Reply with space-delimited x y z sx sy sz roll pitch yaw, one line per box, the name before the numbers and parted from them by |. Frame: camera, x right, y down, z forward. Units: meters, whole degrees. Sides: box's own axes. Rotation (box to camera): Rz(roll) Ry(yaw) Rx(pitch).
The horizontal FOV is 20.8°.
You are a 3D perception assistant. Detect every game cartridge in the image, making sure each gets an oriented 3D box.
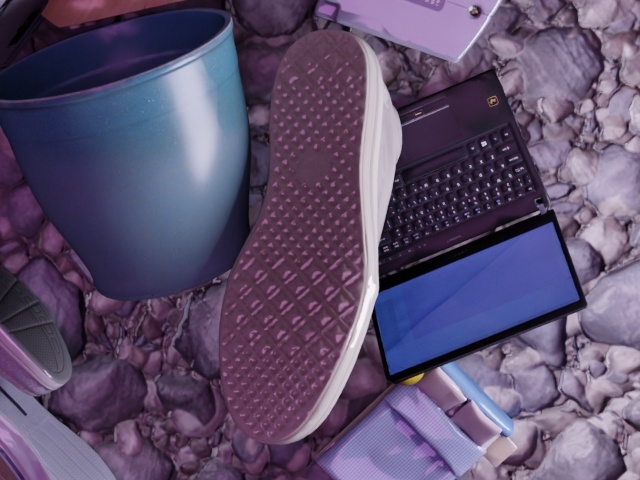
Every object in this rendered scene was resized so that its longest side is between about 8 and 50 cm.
game cartridge | 0.131 -0.353 1.886 0.198 0.062 0.297 19 101 -1

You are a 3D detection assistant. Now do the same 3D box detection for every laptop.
laptop | 0.132 -0.017 1.900 0.234 0.136 0.264 -22 96 10

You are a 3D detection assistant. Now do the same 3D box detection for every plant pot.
plant pot | -0.190 -0.085 1.877 0.271 0.272 0.255 -13 111 9

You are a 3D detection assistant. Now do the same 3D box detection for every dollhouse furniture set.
dollhouse furniture set | 0.099 0.310 1.930 0.286 0.198 0.303 -42 92 11

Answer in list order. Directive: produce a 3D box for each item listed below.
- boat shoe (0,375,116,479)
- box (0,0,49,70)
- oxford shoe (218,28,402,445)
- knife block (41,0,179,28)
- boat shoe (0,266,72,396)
boat shoe | -0.338 0.262 2.036 0.302 0.109 0.094 47 117 6
box | -0.362 -0.256 1.841 0.087 0.290 0.169 39 101 -1
oxford shoe | 0.000 0.000 1.857 0.169 0.130 0.449 4 75 20
knife block | -0.187 -0.374 1.903 0.275 0.088 0.242 -11 97 9
boat shoe | -0.421 0.072 1.999 0.320 0.118 0.103 40 108 3
